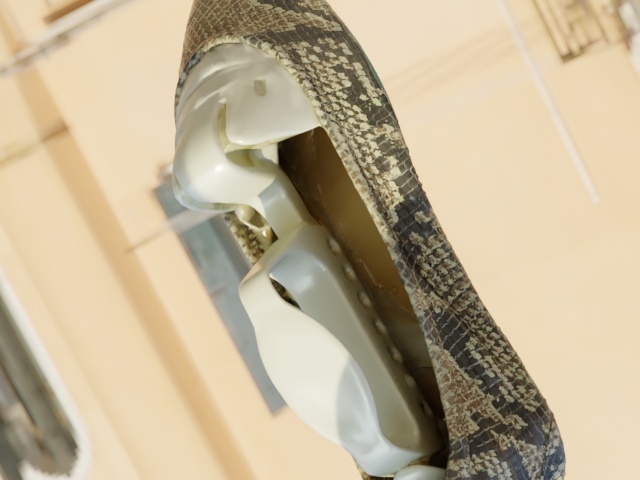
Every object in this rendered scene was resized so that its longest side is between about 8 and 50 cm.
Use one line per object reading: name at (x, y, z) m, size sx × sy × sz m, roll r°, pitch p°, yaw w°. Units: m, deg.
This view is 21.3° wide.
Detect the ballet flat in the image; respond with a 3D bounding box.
ballet flat at (0.000, 0.000, 1.186) m, size 0.182 × 0.483 × 0.164 m, roll -15°, pitch 162°, yaw -48°
